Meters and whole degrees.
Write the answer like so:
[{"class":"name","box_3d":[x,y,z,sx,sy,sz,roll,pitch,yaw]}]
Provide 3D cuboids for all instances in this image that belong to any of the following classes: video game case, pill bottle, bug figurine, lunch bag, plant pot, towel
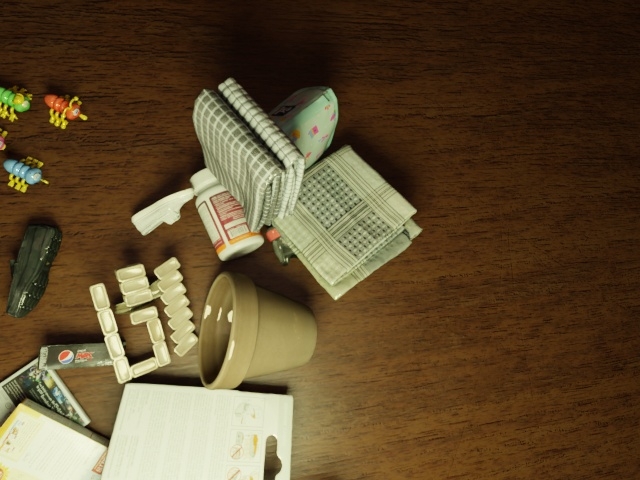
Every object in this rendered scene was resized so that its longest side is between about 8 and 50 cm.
[{"class":"video game case","box_3d":[-0.650,0.389,0.914,0.173,0.022,0.190,-37,87,-16]},{"class":"pill bottle","box_3d":[-0.241,-0.070,1.036,0.121,0.121,0.221,-24,82,-15]},{"class":"bug figurine","box_3d":[-0.727,-0.271,1.001,0.216,0.072,0.279,22,76,-7]},{"class":"lunch bag","box_3d":[-0.077,-0.259,1.031,0.223,0.262,0.160,-42,90,-19]},{"class":"plant pot","box_3d":[-0.141,0.217,0.960,0.229,0.263,0.262,13,76,-29]},{"class":"towel","box_3d":[0.058,-0.060,1.028,0.312,0.056,0.324,-37,77,-18]},{"class":"towel","box_3d":[-0.160,-0.164,0.883,0.121,0.283,0.235,-40,80,-23]}]

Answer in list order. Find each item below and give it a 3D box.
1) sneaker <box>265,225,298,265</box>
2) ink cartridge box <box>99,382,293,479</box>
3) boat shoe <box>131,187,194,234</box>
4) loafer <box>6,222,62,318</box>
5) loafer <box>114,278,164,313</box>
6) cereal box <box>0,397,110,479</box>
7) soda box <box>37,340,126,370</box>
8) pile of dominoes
[{"class":"sneaker","box_3d":[0.000,0.000,1.088,0.276,0.097,0.135,-11,81,-12]},{"class":"ink cartridge box","box_3d":[-0.262,0.489,0.893,0.385,0.091,0.308,9,55,-12]},{"class":"boat shoe","box_3d":[-0.383,-0.069,1.012,0.184,0.066,0.063,-27,99,8]},{"class":"loafer","box_3d":[-0.678,0.067,0.947,0.078,0.076,0.223,10,72,-4]},{"class":"loafer","box_3d":[-0.431,0.133,0.995,0.148,0.056,0.050,-26,85,-25]},{"class":"cereal box","box_3d":[-0.585,0.477,0.876,0.240,0.047,0.173,38,75,-15]},{"class":"soda box","box_3d":[-0.540,0.262,0.933,0.169,0.060,0.053,2,78,-19]},{"class":"pile of dominoes","box_3d":[-0.407,0.177,0.960,0.196,0.040,0.251,-17,100,-30]}]
